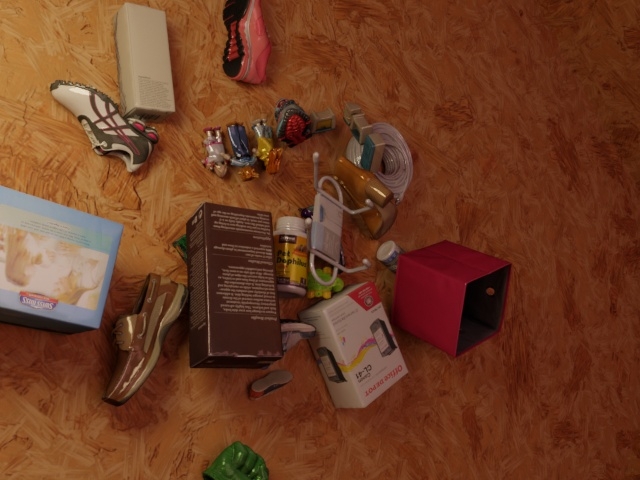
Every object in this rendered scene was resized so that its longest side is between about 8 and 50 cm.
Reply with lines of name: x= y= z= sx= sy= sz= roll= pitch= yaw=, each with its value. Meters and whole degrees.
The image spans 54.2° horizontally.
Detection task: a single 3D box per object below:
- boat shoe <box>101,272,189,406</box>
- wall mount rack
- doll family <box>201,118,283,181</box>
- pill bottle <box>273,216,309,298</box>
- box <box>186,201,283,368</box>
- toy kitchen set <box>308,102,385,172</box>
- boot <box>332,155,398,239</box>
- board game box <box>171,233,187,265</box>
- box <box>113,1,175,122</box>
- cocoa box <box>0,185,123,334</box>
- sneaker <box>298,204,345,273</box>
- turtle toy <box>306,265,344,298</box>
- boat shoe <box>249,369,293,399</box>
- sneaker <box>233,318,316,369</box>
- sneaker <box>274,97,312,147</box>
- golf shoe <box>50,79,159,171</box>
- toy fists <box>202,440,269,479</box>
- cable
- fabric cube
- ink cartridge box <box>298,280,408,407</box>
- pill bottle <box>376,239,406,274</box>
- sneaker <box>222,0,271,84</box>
boat shoe: x=-0.423 y=0.217 z=1.438 sx=0.120 sy=0.122 sz=0.324 roll=36 pitch=51 yaw=-21
wall mount rack: x=0.028 y=-0.065 z=1.731 sx=0.304 sy=0.130 sz=0.350 roll=33 pitch=52 yaw=-41
doll family: x=-0.194 y=-0.245 z=1.723 sx=0.263 sy=0.118 sz=0.163 roll=-13 pitch=88 yaw=-41
pill bottle: x=-0.089 y=0.047 z=1.741 sx=0.117 sy=0.117 sz=0.215 roll=16 pitch=69 yaw=-36
box: x=-0.214 y=0.113 z=1.526 sx=0.191 sy=0.143 sz=0.382 roll=8 pitch=62 yaw=-30
toy kitchen set: x=0.073 y=-0.304 z=1.921 sx=0.166 sy=0.122 sz=0.207 roll=-15 pitch=54 yaw=-18
boot: x=0.134 y=-0.138 z=1.965 sx=0.104 sy=0.295 sz=0.211 roll=-43 pitch=67 yaw=-16
board game box: x=-0.266 y=0.078 z=1.648 sx=0.136 sy=0.030 sz=0.260 roll=-41 pitch=106 yaw=-36
box: x=-0.447 y=-0.445 z=1.579 sx=0.113 sy=0.094 sz=0.275 roll=1 pitch=79 yaw=-40
cocoa box: x=-0.613 y=0.041 z=1.240 sx=0.347 sy=0.228 sz=0.232 roll=20 pitch=67 yaw=-34
sneaker: x=0.000 y=0.000 z=1.867 sx=0.098 sy=0.083 sz=0.224 roll=-14 pitch=82 yaw=-22
turtle toy: x=0.006 y=0.126 z=1.824 sx=0.130 sy=0.066 sz=0.095 roll=4 pitch=77 yaw=-10
boat shoe: x=-0.133 y=0.387 z=1.676 sx=0.137 sy=0.049 sz=0.043 roll=-16 pitch=132 yaw=-43
sneaker: x=-0.140 y=0.277 z=1.670 sx=0.283 sy=0.110 sz=0.122 roll=-2 pitch=90 yaw=-31
sneaker: x=-0.097 y=-0.347 z=1.780 sx=0.104 sy=0.262 sz=0.125 roll=-30 pitch=86 yaw=-2
golf shoe: x=-0.517 y=-0.274 z=1.479 sx=0.272 sy=0.105 sz=0.120 roll=32 pitch=68 yaw=-29
toy fists: x=-0.168 y=0.633 z=1.554 sx=0.142 sy=0.096 sz=0.279 roll=-36 pitch=102 yaw=-40
cable: x=0.200 y=-0.258 z=2.071 sx=0.257 sy=0.089 sz=0.257 roll=50 pitch=53 yaw=-18
fabric cube: x=0.411 y=0.172 z=1.977 sx=0.259 sy=0.258 sz=0.254 roll=-16 pitch=118 yaw=-40
ink cartridge box: x=0.100 y=0.301 z=1.830 sx=0.226 sy=0.131 sz=0.306 roll=-27 pitch=96 yaw=-40
pill bottle: x=0.255 y=0.068 z=2.045 sx=0.137 sy=0.078 sz=0.078 roll=39 pitch=58 yaw=-25
sneaker: x=-0.204 y=-0.600 z=1.824 sx=0.136 sy=0.116 sz=0.314 roll=13 pitch=78 yaw=-47
